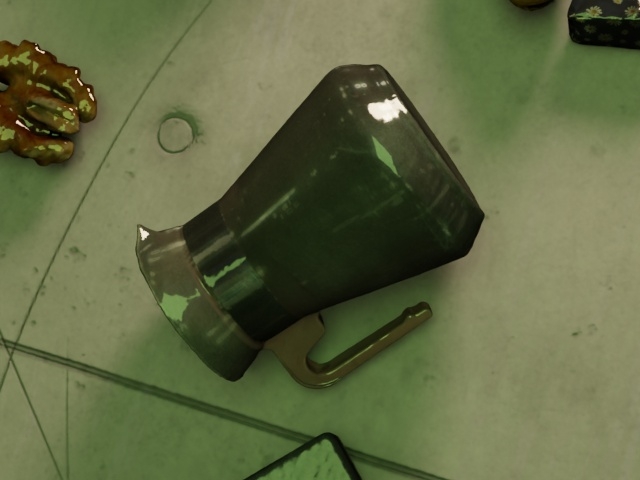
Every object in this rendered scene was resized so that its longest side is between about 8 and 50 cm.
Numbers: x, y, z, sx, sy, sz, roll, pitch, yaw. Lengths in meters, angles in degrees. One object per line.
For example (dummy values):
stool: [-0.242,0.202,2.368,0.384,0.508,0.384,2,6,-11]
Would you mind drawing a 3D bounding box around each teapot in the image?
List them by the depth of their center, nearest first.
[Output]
teapot: [0.000,0.000,1.780,0.344,0.253,0.300,-34,109,9]

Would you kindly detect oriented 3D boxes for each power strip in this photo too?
power strip: [-0.070,0.323,1.806,0.256,0.070,0.105,-29,75,1]

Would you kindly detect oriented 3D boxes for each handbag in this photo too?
handbag: [0.349,-0.299,1.842,0.115,0.072,0.139,5,78,13]

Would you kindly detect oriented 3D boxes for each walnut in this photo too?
walnut: [-0.356,-0.163,1.931,0.170,0.069,0.143,31,85,11]

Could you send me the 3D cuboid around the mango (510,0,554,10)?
mango: [0.233,-0.387,1.833,0.156,0.151,0.249,3,76,-25]
